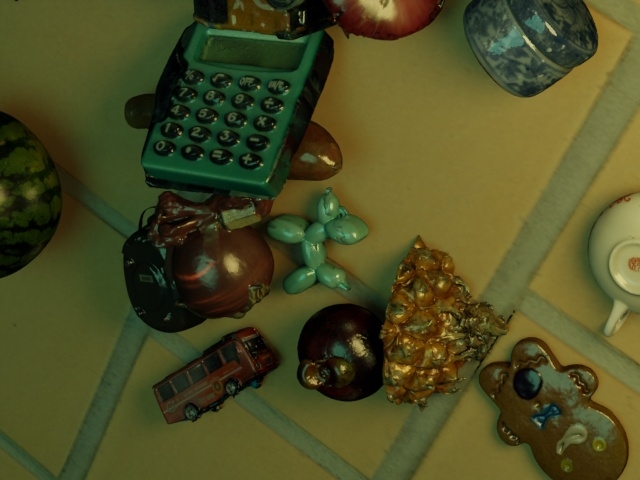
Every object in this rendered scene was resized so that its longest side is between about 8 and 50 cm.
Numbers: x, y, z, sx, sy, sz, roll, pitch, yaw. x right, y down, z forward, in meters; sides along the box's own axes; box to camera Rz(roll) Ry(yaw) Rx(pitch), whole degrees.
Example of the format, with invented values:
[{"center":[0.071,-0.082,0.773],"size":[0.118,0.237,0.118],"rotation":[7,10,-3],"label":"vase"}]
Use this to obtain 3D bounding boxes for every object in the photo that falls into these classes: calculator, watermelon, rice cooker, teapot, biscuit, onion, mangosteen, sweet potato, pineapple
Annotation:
[{"center":[-0.126,-0.193,1.814],"size":[0.248,0.058,0.274],"rotation":[10,71,31],"label":"calculator"},{"center":[-0.558,-0.075,2.075],"size":[0.285,0.285,0.285],"rotation":[10,112,27],"label":"watermelon"},{"center":[-0.234,0.047,2.015],"size":[0.142,0.118,0.203],"rotation":[6,113,34],"label":"rice cooker"},{"center":[0.414,0.028,1.650],"size":[0.159,0.116,0.246],"rotation":[30,126,6],"label":"teapot"},{"center":[0.331,0.248,1.809],"size":[0.236,0.039,0.180],"rotation":[48,122,5],"label":"biscuit"},{"center":[0.075,-0.342,1.689],"size":[0.184,0.184,0.147],"rotation":[62,167,-2],"label":"onion"},{"center":[0.029,0.168,1.883],"size":[0.152,0.152,0.153],"rotation":[10,112,27],"label":"mangosteen"},{"center":[-0.119,-0.154,1.890],"size":[0.385,0.109,0.109],"rotation":[17,115,33],"label":"sweet potato"},{"center":[0.167,0.145,1.809],"size":[0.164,0.140,0.250],"rotation":[18,112,23],"label":"pineapple"}]

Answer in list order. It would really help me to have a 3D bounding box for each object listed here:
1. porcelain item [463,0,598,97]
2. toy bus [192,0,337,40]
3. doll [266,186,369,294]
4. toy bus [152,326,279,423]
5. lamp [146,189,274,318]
[{"center":[0.263,-0.264,1.599],"size":[0.114,0.147,0.147],"rotation":[-33,89,35],"label":"porcelain item"},{"center":[-0.072,-0.445,1.726],"size":[0.194,0.162,0.324],"rotation":[10,114,30],"label":"toy bus"},{"center":[0.000,0.000,1.899],"size":[0.158,0.059,0.159],"rotation":[-2,104,33],"label":"doll"},{"center":[-0.170,0.222,2.071],"size":[0.235,0.073,0.096],"rotation":[-35,81,35],"label":"toy bus"},{"center":[-0.140,0.022,1.874],"size":[0.215,0.151,0.223],"rotation":[-19,136,18],"label":"lamp"}]
